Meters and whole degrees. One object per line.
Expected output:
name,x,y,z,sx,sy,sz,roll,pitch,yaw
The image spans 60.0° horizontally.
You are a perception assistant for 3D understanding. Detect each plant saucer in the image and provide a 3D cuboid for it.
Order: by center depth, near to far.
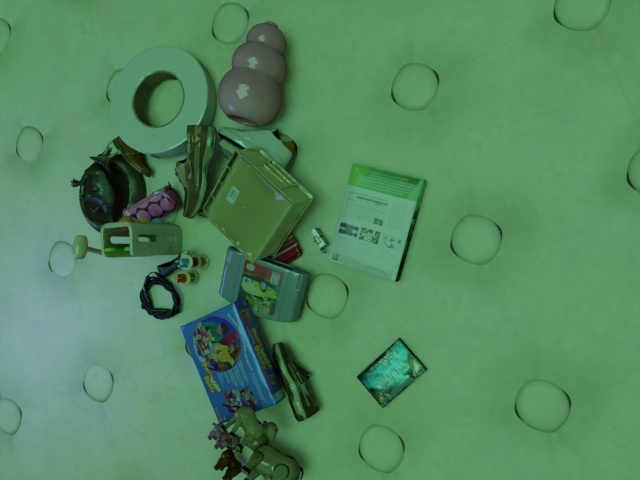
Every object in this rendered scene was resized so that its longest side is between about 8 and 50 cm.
plant saucer,-0.794,-0.173,2.078,0.310,0.050,0.311,0,90,22

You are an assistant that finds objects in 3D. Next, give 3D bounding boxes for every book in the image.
book,-0.270,-0.271,1.854,0.144,0.096,0.035,33,72,17

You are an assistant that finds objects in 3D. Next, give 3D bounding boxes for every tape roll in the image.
tape roll,-0.557,-0.486,1.955,0.391,0.072,0.393,-1,85,15

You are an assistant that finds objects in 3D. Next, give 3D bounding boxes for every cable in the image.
cable,-0.579,0.211,1.992,0.184,0.047,0.151,37,102,17

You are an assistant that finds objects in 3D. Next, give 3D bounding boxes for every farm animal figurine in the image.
farm animal figurine,-0.191,0.670,1.759,0.326,0.172,0.330,35,136,14

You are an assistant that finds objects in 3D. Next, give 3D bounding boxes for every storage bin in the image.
storage bin,-0.204,-0.113,1.737,0.260,0.123,0.262,43,120,14

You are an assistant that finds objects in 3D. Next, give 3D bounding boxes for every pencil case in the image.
pencil case,-0.603,-0.120,1.970,0.209,0.098,0.095,-28,67,13

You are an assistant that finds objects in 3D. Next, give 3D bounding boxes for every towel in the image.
towel,-0.195,-0.028,1.858,0.198,0.031,0.275,-31,77,20

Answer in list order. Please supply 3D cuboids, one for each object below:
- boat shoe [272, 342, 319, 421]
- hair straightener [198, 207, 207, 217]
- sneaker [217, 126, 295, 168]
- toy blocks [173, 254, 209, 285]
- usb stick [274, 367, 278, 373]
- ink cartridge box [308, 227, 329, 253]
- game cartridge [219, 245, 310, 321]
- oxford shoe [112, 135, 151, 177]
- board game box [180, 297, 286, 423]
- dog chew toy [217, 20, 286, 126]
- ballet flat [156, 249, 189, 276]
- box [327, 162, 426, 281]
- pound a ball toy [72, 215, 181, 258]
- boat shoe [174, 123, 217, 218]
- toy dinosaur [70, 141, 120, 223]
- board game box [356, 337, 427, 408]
boat shoe,-0.076,0.445,1.789,0.095,0.095,0.258,-18,79,-15
hair straightener,-0.328,-0.140,1.887,0.230,0.047,0.089,-32,56,18
sneaker,-0.207,-0.328,1.845,0.290,0.106,0.123,27,71,23
toy blocks,-0.461,0.102,1.894,0.054,0.148,0.123,39,102,17
usb stick,-0.272,0.420,1.875,0.277,0.045,0.077,17,102,20
ink cartridge box,0.000,0.000,1.773,0.028,0.048,0.083,-38,78,16
game cartridge,-0.190,0.152,1.818,0.294,0.060,0.196,18,110,15
oxford shoe,-0.677,-0.318,2.023,0.076,0.076,0.212,-42,75,6
board game box,-0.288,0.395,1.811,0.233,0.078,0.347,-25,85,23
dog chew toy,-0.204,-0.542,1.785,0.206,0.206,0.332,15,86,20
ballet flat,-0.519,0.077,1.947,0.173,0.057,0.049,-34,109,33
box,0.172,-0.058,1.706,0.232,0.058,0.322,17,97,20
pound a ball toy,-0.648,-0.011,1.875,0.208,0.319,0.136,-3,88,21
boat shoe,-0.436,-0.237,1.877,0.116,0.123,0.325,11,100,-17
toy dinosaur,-0.796,-0.183,1.986,0.160,0.121,0.314,-15,81,39
board game box,0.218,0.407,1.698,0.186,0.026,0.126,-46,74,14
